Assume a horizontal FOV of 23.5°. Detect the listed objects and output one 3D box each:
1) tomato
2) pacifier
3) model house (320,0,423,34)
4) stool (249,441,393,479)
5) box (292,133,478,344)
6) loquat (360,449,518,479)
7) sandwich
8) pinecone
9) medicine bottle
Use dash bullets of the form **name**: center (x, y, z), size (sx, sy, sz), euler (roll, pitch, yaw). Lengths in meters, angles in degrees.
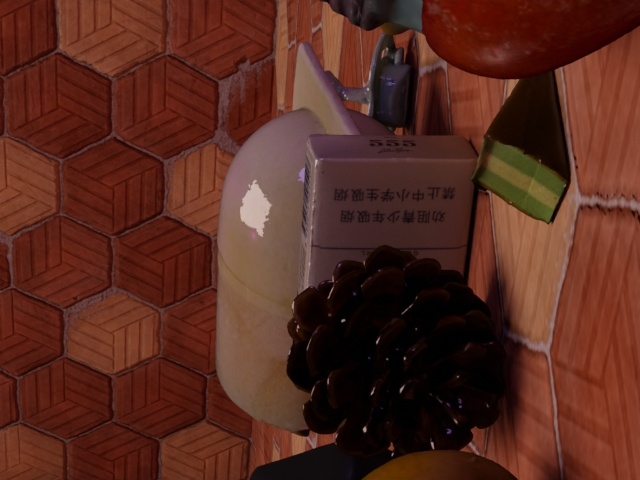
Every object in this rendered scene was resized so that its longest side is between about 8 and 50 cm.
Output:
- **tomato**: center (0.155, -0.187, 0.839), size (0.200, 0.140, 0.233), euler (-41, -31, -50)
- **pacifier**: center (0.053, -0.183, 1.855), size (0.127, 0.117, 0.150), euler (-53, -32, -56)
- **model house**: center (0.047, -0.295, 1.042), size (0.230, 0.249, 0.280), euler (-54, -21, -46)
- **stool**: center (0.024, 0.328, 1.659), size (0.232, 0.232, 0.141), euler (98, 168, -49)
- **box**: center (0.062, 0.023, 1.542), size (0.071, 0.168, 0.259), euler (-107, 20, -61)
- **loquat**: center (0.096, 0.267, 1.182), size (0.213, 0.213, 0.213), euler (180, 90, -83)
- **sandwich**: center (0.181, -0.087, 1.233), size (0.116, 0.074, 0.074), euler (-57, -11, -28)
- **pinecone**: center (0.074, 0.111, 1.381), size (0.208, 0.208, 0.207), euler (180, 90, -83)
- **medicine bottle**: center (0.000, 0.000, 1.750), size (0.235, 0.236, 0.406), euler (-98, 11, -49)
